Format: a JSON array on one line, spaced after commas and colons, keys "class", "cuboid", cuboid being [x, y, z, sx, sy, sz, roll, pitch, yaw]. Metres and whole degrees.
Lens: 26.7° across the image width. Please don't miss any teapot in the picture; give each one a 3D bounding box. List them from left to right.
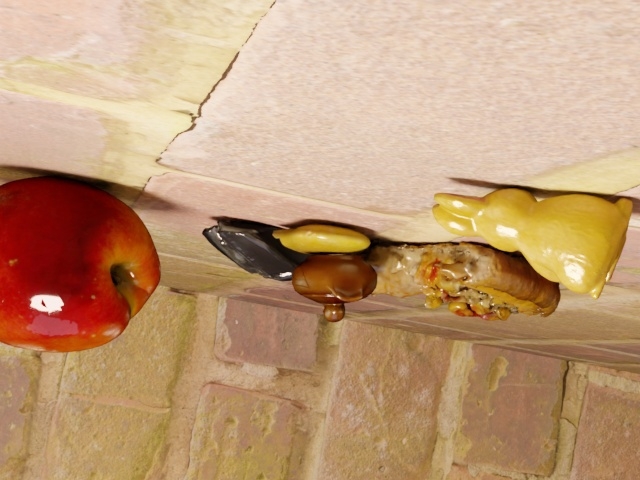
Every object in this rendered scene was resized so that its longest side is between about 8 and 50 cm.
[{"class": "teapot", "cuboid": [0.018, 0.057, 1.582, 0.098, 0.078, 0.129, 2, 177, -17]}]

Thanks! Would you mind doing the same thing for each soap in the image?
[{"class": "soap", "cuboid": [0.000, 0.000, 1.600, 0.089, 0.033, 0.168, 11, 175, -16]}]

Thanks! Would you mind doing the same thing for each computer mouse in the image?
[{"class": "computer mouse", "cuboid": [-0.068, 0.017, 1.726, 0.106, 0.062, 0.192, 3, 172, 45]}]

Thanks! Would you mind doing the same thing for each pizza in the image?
[{"class": "pizza", "cuboid": [0.151, 0.044, 1.606, 0.288, 0.074, 0.251, 8, 171, 4]}]

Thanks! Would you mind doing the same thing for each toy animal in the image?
[{"class": "toy animal", "cuboid": [0.171, -0.017, 1.110, 0.159, 0.083, 0.070, 19, -155, 19]}]

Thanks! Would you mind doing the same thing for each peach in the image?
[{"class": "peach", "cuboid": [-0.310, 0.025, 1.561, 0.244, 0.199, 0.243, 7, -171, -1]}]
